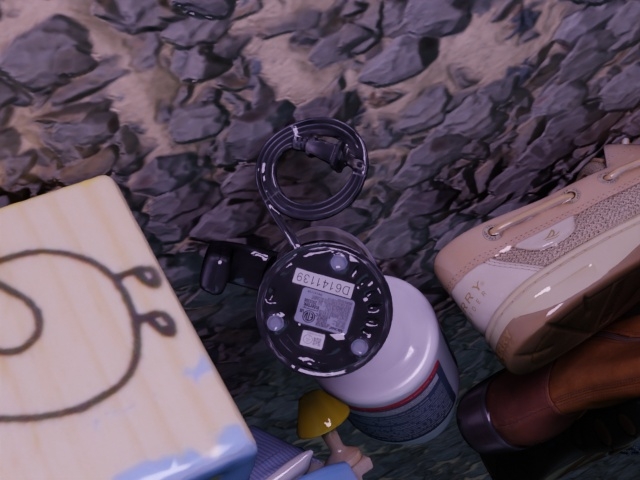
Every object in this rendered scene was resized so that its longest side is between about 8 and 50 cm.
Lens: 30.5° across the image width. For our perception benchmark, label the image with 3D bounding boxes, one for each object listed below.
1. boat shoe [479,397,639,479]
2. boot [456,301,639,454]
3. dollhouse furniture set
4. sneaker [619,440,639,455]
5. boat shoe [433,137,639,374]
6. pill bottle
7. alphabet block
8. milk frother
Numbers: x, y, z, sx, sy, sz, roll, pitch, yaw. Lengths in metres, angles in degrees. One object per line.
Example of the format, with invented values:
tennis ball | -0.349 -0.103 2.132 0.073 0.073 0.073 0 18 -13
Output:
boat shoe | 0.299 0.176 1.271 0.120 0.122 0.324 -8 157 -35
boot | 0.267 0.063 0.941 0.264 0.096 0.280 -24 173 -35
dollhouse furniture set | -0.154 0.175 0.937 0.303 0.198 0.286 -33 -166 -16
sneaker | 0.394 0.243 1.398 0.268 0.153 0.101 -32 150 17
boat shoe | 0.241 -0.029 0.874 0.341 0.110 0.122 -26 149 -25
pill bottle | 0.059 0.109 0.977 0.108 0.108 0.180 -24 151 4
alphabet block | -0.171 0.113 0.697 0.192 0.197 0.193 -21 154 -25
milk frother | 0.000 0.000 0.771 0.143 0.129 0.135 -56 -176 4
